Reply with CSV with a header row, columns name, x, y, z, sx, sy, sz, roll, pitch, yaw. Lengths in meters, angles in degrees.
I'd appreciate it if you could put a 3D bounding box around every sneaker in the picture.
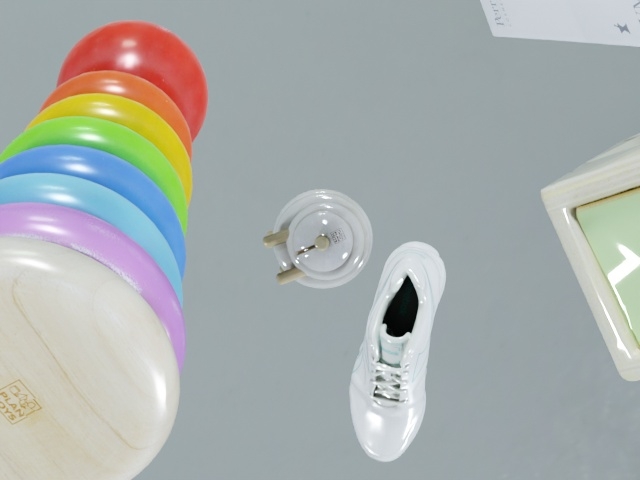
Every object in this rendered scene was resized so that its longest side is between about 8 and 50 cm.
name,x,y,z,sx,sy,sz,roll,pitch,yaw
sneaker,0.046,0.078,1.060,0.053,0.061,0.152,10,102,10

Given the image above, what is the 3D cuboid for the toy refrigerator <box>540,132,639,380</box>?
name,x,y,z,sx,sy,sz,roll,pitch,yaw
toy refrigerator,0.232,-0.023,0.670,0.094,0.269,0.102,-29,96,-45

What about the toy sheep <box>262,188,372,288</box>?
name,x,y,z,sx,sy,sz,roll,pitch,yaw
toy sheep,0.000,0.000,1.307,0.091,0.132,0.091,0,99,-1

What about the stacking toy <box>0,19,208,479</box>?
name,x,y,z,sx,sy,sz,roll,pitch,yaw
stacking toy,-0.118,-0.016,0.834,0.141,0.141,0.330,16,32,-3

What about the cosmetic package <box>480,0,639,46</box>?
name,x,y,z,sx,sy,sz,roll,pitch,yaw
cosmetic package,0.199,-0.263,1.102,0.138,0.224,0.224,-36,117,-24
